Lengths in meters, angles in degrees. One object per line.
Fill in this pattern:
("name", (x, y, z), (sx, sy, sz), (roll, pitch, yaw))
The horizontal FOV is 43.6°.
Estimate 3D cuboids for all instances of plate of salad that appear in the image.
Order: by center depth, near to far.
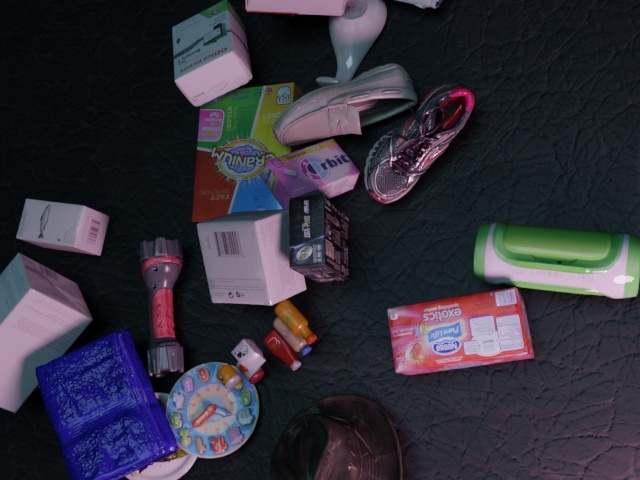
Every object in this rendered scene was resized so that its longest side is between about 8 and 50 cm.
("plate of salad", (-0.360, 0.431, 1.739), (0.200, 0.048, 0.199), (1, 77, -3))

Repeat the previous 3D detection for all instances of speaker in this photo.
("speaker", (0.448, 0.036, 1.518), (0.297, 0.131, 0.131), (6, 80, 22))

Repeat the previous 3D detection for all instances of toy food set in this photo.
("toy food set", (-0.103, 0.243, 1.681), (0.232, 0.111, 0.104), (-47, 67, 8))

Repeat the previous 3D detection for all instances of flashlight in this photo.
("flashlight", (-0.351, 0.149, 1.801), (0.103, 0.103, 0.304), (-11, 72, 14))

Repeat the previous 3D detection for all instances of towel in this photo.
("towel", (-0.463, 0.358, 1.706), (0.228, 0.076, 0.308), (-25, 66, -10))

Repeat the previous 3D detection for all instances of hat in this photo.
("hat", (0.001, 0.436, 1.541), (0.331, 0.134, 0.331), (-16, 54, 24))

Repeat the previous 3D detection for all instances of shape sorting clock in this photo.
("shape sorting clock", (-0.233, 0.363, 1.720), (0.206, 0.040, 0.206), (-2, 72, 5))

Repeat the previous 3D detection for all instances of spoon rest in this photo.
("spoon rest", (0.063, -0.450, 1.812), (0.137, 0.084, 0.276), (12, 68, 21))

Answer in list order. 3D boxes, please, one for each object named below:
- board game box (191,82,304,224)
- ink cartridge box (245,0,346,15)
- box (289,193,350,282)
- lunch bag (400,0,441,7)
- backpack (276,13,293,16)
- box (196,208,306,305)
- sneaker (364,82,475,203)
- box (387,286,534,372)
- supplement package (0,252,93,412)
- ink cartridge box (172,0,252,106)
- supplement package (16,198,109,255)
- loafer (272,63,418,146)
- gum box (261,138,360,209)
("board game box", (-0.165, -0.192, 1.832), (0.242, 0.064, 0.316), (-3, 76, 20))
("ink cartridge box", (-0.060, -0.663, 1.798), (0.226, 0.131, 0.306), (-1, 63, -6))
("box", (0.000, 0.000, 1.662), (0.078, 0.180, 0.147), (-5, 77, 18))
("lunch bag", (0.196, -0.656, 1.761), (0.223, 0.160, 0.262), (20, 96, 20))
("backpack", (-0.103, -0.585, 1.881), (0.114, 0.105, 0.084), (27, 86, 14))
("box", (-0.145, 0.034, 1.682), (0.181, 0.119, 0.182), (-1, 104, 40))
("sneaker", (0.200, -0.208, 1.653), (0.121, 0.112, 0.299), (37, 93, -9))
("box", (0.271, 0.180, 1.551), (0.257, 0.122, 0.128), (-12, 73, 18))
("supplement package", (-0.702, 0.213, 1.846), (0.293, 0.177, 0.175), (-49, 40, 3))
("ink cartridge box", (-0.256, -0.439, 1.870), (0.160, 0.092, 0.219), (-24, 47, 13))
("supplement package", (-0.624, -0.032, 1.942), (0.179, 0.105, 0.105), (7, 81, 22))
("loafer", (0.054, -0.276, 1.719), (0.319, 0.112, 0.111), (-25, 59, 1))
("gum box", (-0.016, -0.141, 1.717), (0.188, 0.062, 0.107), (-23, 65, -29))
